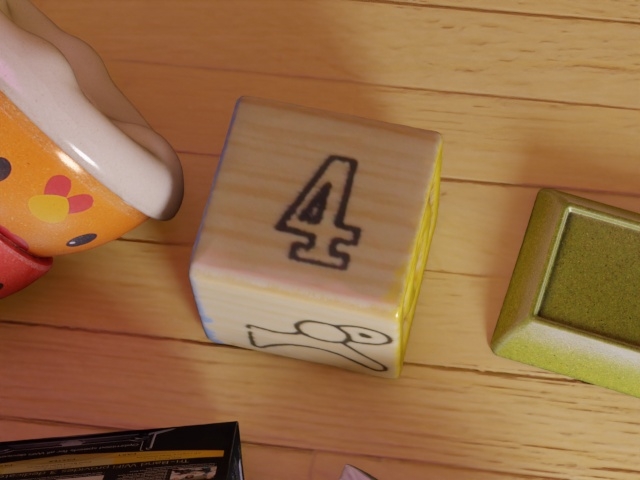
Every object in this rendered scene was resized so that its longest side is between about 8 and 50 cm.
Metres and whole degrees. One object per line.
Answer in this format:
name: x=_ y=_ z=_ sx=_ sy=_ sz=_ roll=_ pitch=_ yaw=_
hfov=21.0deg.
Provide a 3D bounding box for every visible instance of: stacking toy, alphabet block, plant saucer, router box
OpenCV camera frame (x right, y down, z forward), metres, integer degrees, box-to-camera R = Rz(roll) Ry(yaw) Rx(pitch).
stacking toy: x=-0.398 y=-0.013 z=1.639 sx=0.480 sy=0.350 sz=0.350 roll=-44 pitch=71 yaw=5
alphabet block: x=0.000 y=0.000 z=1.630 sx=0.197 sy=0.192 sz=0.193 roll=12 pitch=70 yaw=6
plant saucer: x=0.280 y=0.045 z=1.677 sx=0.188 sy=0.045 sz=0.188 roll=16 pitch=69 yaw=9
router box: x=-0.223 y=0.234 z=1.508 sx=0.309 sy=0.243 sz=0.081 roll=-5 pitch=97 yaw=1

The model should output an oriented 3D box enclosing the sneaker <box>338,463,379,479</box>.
sneaker: x=0.069 y=0.268 z=1.587 sx=0.152 sy=0.054 sz=0.061 roll=31 pitch=85 yaw=31
